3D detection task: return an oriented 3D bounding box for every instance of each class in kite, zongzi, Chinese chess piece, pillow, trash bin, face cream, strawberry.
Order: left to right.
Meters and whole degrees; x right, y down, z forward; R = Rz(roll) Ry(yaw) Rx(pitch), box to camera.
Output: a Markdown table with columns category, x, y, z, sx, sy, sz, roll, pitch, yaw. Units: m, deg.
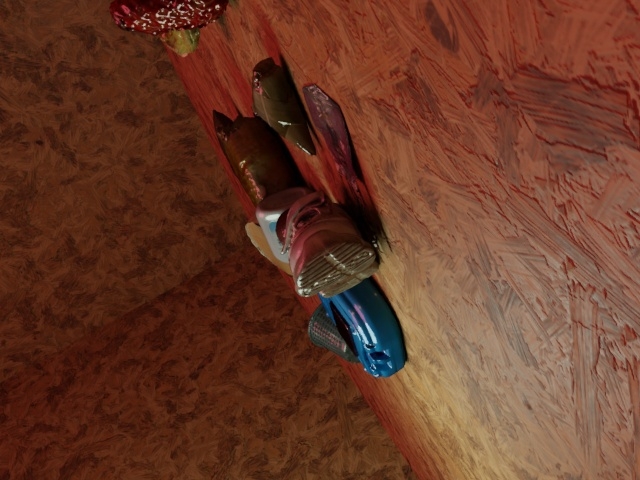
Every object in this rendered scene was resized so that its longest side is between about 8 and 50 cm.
| category | x | y | z | sx | sy | sz | roll | pitch | yaw |
| --- | --- | --- | --- | --- | --- | --- | --- | --- | --- |
| strawberry | -0.321 | -0.513 | 1.501 | 0.205 | 0.244 | 0.205 | 57 | 172 | 12 |
| pillow | -0.242 | -0.251 | 2.388 | 0.305 | 0.108 | 0.308 | 52 | 168 | 34 |
| Chinese chess piece | -0.125 | 0.000 | 2.320 | 0.257 | 0.104 | 0.257 | 38 | 159 | 17 |
| zongzi | -0.068 | -0.262 | 1.427 | 0.176 | 0.078 | 0.160 | 48 | 169 | 15 |
| face cream | -0.060 | -0.007 | 1.925 | 0.337 | 0.163 | 0.080 | 72 | 180 | -52 |
| trash bin | 0.075 | 0.271 | 2.101 | 0.161 | 0.175 | 0.175 | 34 | 154 | 51 |
| kite | 0.049 | -0.126 | 1.343 | 0.360 | 0.022 | 0.204 | 66 | 171 | -26 |

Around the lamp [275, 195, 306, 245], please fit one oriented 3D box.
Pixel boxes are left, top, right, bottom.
| category | x | y | z | sx | sy | sz | roll | pitch | yaw |
| --- | --- | --- | --- | --- | --- | --- | --- | --- | --- |
| lamp | -0.029 | -0.040 | 1.737 | 0.156 | 0.157 | 0.135 | 16 | -109 | -45 |

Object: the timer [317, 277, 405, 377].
| category | x | y | z | sx | sy | sz | roll | pitch | yaw |
| --- | --- | --- | --- | --- | --- | --- | --- | --- | --- |
| timer | 0.093 | 0.185 | 1.825 | 0.309 | 0.115 | 0.340 | 52 | 168 | 34 |

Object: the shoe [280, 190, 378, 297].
| category | x | y | z | sx | sy | sz | roll | pitch | yaw |
| --- | --- | --- | --- | --- | --- | --- | --- | --- | --- |
| shoe | -0.003 | 0.001 | 1.468 | 0.198 | 0.172 | 0.351 | 61 | -179 | 14 |

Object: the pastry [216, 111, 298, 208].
| category | x | y | z | sx | sy | sz | roll | pitch | yaw |
| --- | --- | --- | --- | --- | --- | --- | --- | --- | --- |
| pastry | -0.158 | -0.188 | 1.985 | 0.330 | 0.136 | 0.330 | 60 | 173 | 13 |

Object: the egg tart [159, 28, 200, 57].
| category | x | y | z | sx | sy | sz | roll | pitch | yaw |
| --- | --- | --- | --- | --- | --- | --- | --- | --- | --- |
| egg tart | -0.387 | -0.655 | 1.745 | 0.351 | 0.153 | 0.339 | 56 | 170 | 34 |
